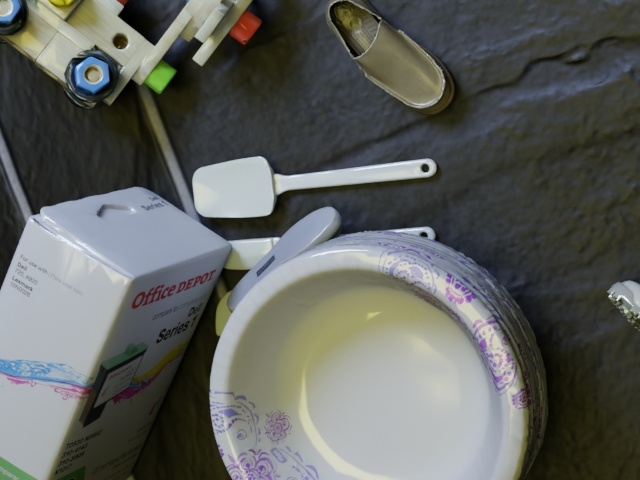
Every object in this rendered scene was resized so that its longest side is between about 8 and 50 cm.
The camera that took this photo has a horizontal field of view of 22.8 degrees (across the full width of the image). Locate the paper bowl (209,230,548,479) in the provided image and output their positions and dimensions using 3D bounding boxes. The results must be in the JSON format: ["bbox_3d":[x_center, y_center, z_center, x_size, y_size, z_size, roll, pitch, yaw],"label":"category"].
[{"bbox_3d":[0.058,0.132,1.391,0.284,0.148,0.284,4,101,20],"label":"paper bowl"}]

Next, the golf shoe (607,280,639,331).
[{"bbox_3d":[0.331,0.071,1.341,0.176,0.069,0.086,32,86,12],"label":"golf shoe"}]

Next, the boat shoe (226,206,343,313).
[{"bbox_3d":[-0.026,0.025,1.461,0.040,0.049,0.142,37,113,-26],"label":"boat shoe"}]

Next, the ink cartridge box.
[{"bbox_3d":[-0.217,0.106,1.463,0.117,0.201,0.278,30,109,16],"label":"ink cartridge box"}]

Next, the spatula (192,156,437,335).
[{"bbox_3d":[0.000,0.000,1.474,0.242,0.019,0.168,-6,93,22],"label":"spatula"}]

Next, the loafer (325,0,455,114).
[{"bbox_3d":[0.056,-0.166,1.416,0.148,0.050,0.056,41,108,12],"label":"loafer"}]

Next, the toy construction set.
[{"bbox_3d":[-0.210,-0.252,1.470,0.327,0.151,0.215,35,82,6],"label":"toy construction set"}]
